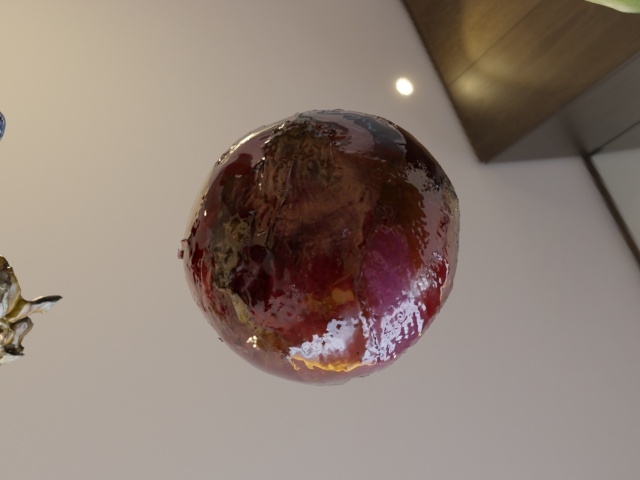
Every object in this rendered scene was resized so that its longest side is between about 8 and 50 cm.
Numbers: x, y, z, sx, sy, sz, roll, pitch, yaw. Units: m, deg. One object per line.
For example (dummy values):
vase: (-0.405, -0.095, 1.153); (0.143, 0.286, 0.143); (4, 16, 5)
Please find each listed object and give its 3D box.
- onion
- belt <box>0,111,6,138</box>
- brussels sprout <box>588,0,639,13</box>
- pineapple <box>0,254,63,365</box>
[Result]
onion: (0.000, 0.000, 0.728); (0.276, 0.276, 0.276); (17, -124, -26)
belt: (-0.611, -0.148, 1.239); (0.128, 0.122, 0.218); (41, -102, 13)
brussels sprout: (0.159, -0.182, 0.359); (0.118, 0.155, 0.155); (-2, -122, 7)
pineapple: (-0.402, 0.078, 0.781); (0.158, 0.335, 0.161); (-39, -48, -41)
